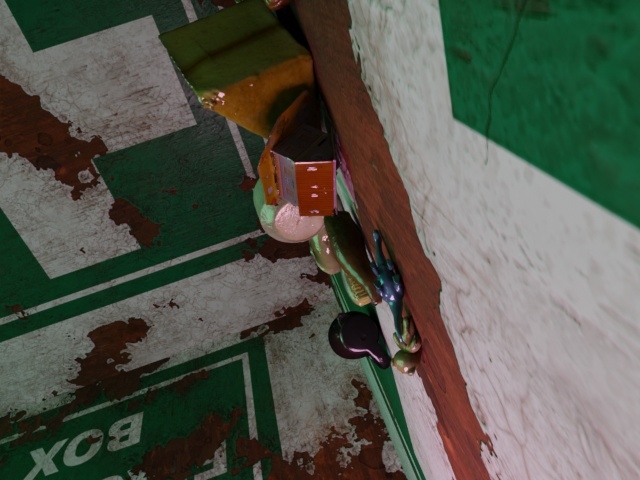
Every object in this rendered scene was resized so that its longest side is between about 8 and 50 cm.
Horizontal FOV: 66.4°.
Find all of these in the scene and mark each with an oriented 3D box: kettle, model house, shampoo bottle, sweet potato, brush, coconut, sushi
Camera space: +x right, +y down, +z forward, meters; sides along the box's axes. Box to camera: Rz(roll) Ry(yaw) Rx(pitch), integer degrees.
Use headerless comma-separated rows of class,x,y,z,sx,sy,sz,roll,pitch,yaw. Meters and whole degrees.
kettle,0.112,0.291,1.400,0.202,0.144,0.232,51,172,8
model house,-0.007,-0.157,0.962,0.135,0.207,0.219,30,148,22
shampoo bottle,-0.074,-0.454,1.004,0.137,0.027,0.048,74,170,-54
sweet potato,0.068,0.024,1.035,0.077,0.077,0.244,75,172,-58
brush,0.064,0.021,1.207,0.072,0.067,0.313,75,177,-68
coconut,-0.093,-0.128,1.578,0.266,0.237,0.238,-120,10,-50
sushi,-0.080,-0.442,0.861,0.060,0.061,0.118,59,-177,-20

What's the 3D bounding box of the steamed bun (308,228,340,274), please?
steamed bun,0.010,0.028,1.879,0.231,0.110,0.213,71,179,-76

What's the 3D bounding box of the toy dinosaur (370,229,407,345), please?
toy dinosaur,0.110,0.069,0.783,0.080,0.045,0.198,44,-149,-66

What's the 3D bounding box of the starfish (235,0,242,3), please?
starfish,-0.186,-0.641,1.436,0.347,0.078,0.358,-114,5,-67

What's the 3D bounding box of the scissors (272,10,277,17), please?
scissors,-0.133,-0.600,1.136,0.180,0.032,0.393,-132,23,-85

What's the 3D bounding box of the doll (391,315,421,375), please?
doll,0.140,0.174,0.810,0.061,0.051,0.093,4,120,56

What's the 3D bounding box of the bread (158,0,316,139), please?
bread,-0.139,-0.289,1.069,0.233,0.244,0.362,55,169,28
